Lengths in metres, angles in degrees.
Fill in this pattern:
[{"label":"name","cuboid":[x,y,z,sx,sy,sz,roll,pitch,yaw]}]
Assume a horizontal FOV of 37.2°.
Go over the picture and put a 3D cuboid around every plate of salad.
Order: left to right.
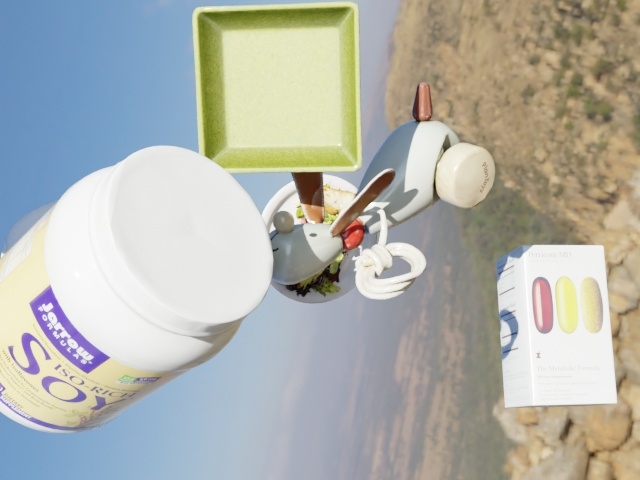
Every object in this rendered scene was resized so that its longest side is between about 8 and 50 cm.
[{"label":"plate of salad","cuboid":[0.000,0.000,1.447,0.048,0.200,0.199,21,99,65]}]

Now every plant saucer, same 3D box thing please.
[{"label":"plant saucer","cuboid":[-0.046,-0.173,1.091,0.045,0.188,0.188,-57,-34,-77]}]

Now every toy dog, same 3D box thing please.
[{"label":"toy dog","cuboid":[0.070,-0.083,1.198,0.334,0.220,0.161,-45,-51,-43]}]

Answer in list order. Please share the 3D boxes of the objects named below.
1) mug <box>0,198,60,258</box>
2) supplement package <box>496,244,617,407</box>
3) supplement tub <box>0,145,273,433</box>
[{"label":"mug","cuboid":[-0.326,0.021,1.517,0.374,0.328,0.276,29,-135,-57]},{"label":"supplement package","cuboid":[0.365,0.137,1.495,0.134,0.139,0.244,125,144,-76]},{"label":"supplement tub","cuboid":[-0.232,0.061,1.076,0.331,0.241,0.241,-34,30,40]}]
